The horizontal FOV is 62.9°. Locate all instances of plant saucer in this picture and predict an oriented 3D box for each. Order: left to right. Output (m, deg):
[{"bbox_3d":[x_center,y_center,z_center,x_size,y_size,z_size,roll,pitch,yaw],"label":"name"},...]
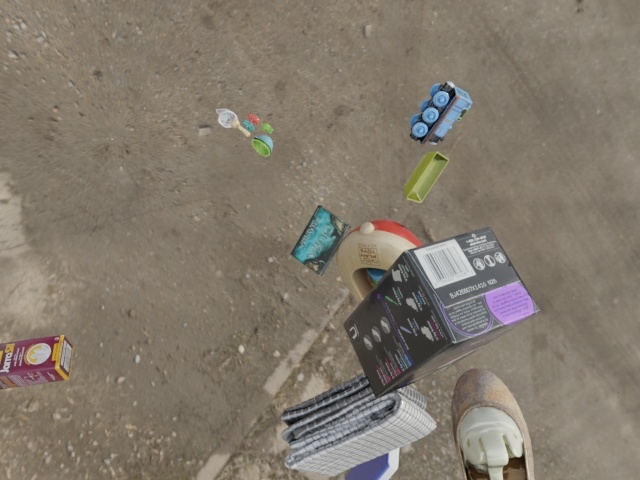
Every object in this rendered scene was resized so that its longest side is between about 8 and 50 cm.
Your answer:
[{"bbox_3d":[0.363,-0.227,1.838,0.188,0.045,0.188,-58,157,14],"label":"plant saucer"}]

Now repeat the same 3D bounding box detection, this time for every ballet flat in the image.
[{"bbox_3d":[0.239,0.323,0.696,0.107,0.106,0.316,-10,64,11],"label":"ballet flat"}]

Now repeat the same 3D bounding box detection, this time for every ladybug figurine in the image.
[{"bbox_3d":[0.214,0.090,1.558,0.162,0.304,0.449,-64,145,-32],"label":"ladybug figurine"}]

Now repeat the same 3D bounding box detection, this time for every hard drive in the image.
[{"bbox_3d":[0.161,0.758,1.712,0.040,0.210,0.319,29,115,-1],"label":"hard drive"}]

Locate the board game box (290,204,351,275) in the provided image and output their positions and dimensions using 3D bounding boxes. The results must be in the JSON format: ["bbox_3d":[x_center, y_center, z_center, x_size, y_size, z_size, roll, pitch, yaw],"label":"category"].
[{"bbox_3d":[0.000,0.000,1.639,0.186,0.126,0.026,-60,158,12],"label":"board game box"}]

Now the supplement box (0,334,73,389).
[{"bbox_3d":[-0.798,0.336,1.449,0.188,0.104,0.081,-7,142,-7],"label":"supplement box"}]

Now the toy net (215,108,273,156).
[{"bbox_3d":[-0.240,-0.346,1.593,0.232,0.122,0.045,30,69,16],"label":"toy net"}]

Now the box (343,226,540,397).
[{"bbox_3d":[0.170,0.119,0.812,0.165,0.270,0.144,-13,64,-26],"label":"box"}]

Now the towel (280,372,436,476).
[{"bbox_3d":[0.077,0.388,1.111,0.283,0.121,0.235,-29,144,12],"label":"towel"}]

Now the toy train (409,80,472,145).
[{"bbox_3d":[0.317,-0.335,1.405,0.105,0.080,0.184,22,125,-15],"label":"toy train"}]
